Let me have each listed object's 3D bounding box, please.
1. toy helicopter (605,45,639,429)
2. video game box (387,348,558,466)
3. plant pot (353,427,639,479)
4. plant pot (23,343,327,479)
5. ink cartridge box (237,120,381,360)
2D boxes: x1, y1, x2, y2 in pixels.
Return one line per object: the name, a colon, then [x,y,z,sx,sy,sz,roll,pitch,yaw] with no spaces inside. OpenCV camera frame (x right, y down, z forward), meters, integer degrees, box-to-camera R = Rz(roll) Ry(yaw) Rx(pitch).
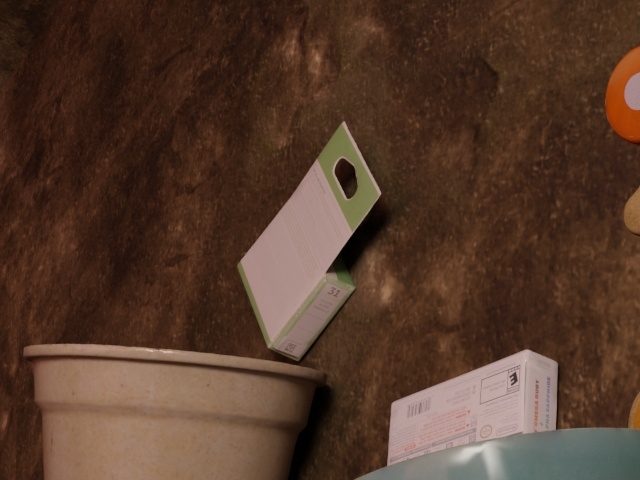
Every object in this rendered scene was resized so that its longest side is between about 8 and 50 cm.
toy helicopter: [0.328,0.019,1.215,0.235,0.140,0.355,16,95,52]
video game box: [0.136,0.218,1.436,0.205,0.048,0.187,-29,45,49]
plant pot: [0.152,0.297,1.131,0.293,0.293,0.235,-34,56,44]
plant pot: [-0.172,0.283,1.670,0.334,0.334,0.305,-9,73,57]
ink cartridge box: [0.000,0.000,1.811,0.235,0.056,0.171,-52,33,20]
